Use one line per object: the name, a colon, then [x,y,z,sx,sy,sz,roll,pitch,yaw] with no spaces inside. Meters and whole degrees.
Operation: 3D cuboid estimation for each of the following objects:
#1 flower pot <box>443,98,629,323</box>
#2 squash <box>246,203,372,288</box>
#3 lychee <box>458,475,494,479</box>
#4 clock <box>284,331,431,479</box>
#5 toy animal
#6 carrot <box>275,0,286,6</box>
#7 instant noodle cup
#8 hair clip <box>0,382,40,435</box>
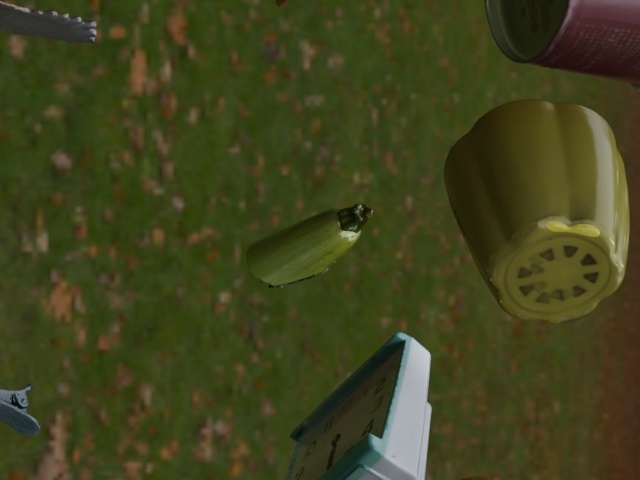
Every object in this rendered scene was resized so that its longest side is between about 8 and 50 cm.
flower pot: [0.230,-0.019,1.587,0.179,0.195,0.195,-93,173,-51]
squash: [0.001,0.003,2.091,0.075,0.200,0.090,59,30,-13]
lychee: [0.186,0.335,1.808,0.140,0.101,0.114,-50,140,-74]
clock: [0.050,0.282,2.001,0.262,0.116,0.231,-46,-164,35]
toy animal: [-0.435,-0.296,1.780,0.284,0.302,0.225,-52,120,-86]
carrot: [-0.020,-0.328,1.826,0.216,0.048,0.048,131,-31,-61]
instant noodle cup: [0.277,-0.257,1.501,0.235,0.178,0.235,180,-90,-68]
hair clip: [-0.451,0.198,1.914,0.229,0.039,0.070,12,51,-41]
